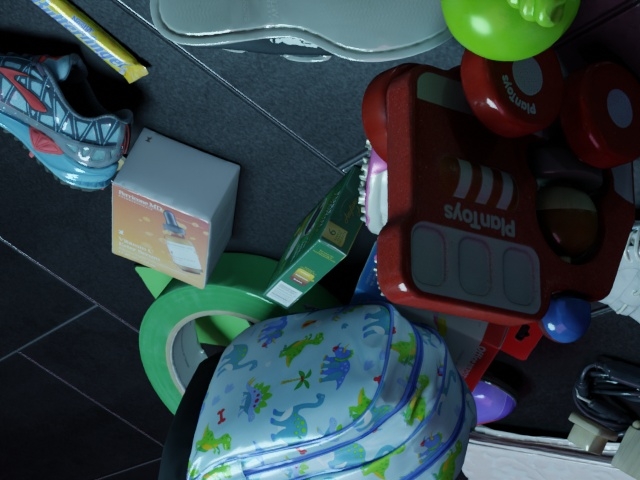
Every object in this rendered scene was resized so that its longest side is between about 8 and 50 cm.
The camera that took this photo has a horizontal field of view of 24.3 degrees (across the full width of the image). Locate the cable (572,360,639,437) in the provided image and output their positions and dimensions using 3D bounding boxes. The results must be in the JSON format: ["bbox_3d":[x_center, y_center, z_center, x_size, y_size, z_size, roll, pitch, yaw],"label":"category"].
[{"bbox_3d":[0.398,0.212,1.823,0.185,0.047,0.150,17,148,12],"label":"cable"}]

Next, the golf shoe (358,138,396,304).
[{"bbox_3d":[0.120,-0.032,1.608,0.140,0.115,0.306,4,152,14],"label":"golf shoe"}]

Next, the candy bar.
[{"bbox_3d":[-0.260,-0.231,1.646,0.161,0.018,0.040,39,147,-24],"label":"candy bar"}]

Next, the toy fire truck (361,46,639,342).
[{"bbox_3d":[0.173,-0.039,1.355,0.302,0.253,0.169,15,160,-37],"label":"toy fire truck"}]

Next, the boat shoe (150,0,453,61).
[{"bbox_3d":[-0.006,-0.225,1.401,0.303,0.114,0.091,8,-173,16],"label":"boat shoe"}]

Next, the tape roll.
[{"bbox_3d":[-0.084,0.165,1.991,0.321,0.077,0.321,15,131,17],"label":"tape roll"}]

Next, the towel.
[{"bbox_3d":[0.370,0.372,2.090,0.317,0.053,0.332,6,144,31],"label":"towel"}]

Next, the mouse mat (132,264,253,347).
[{"bbox_3d":[-0.169,0.097,2.101,0.153,0.007,0.189,6,144,30],"label":"mouse mat"}]

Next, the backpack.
[{"bbox_3d":[0.003,0.213,1.739,0.356,0.290,0.273,0,131,19],"label":"backpack"}]

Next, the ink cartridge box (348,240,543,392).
[{"bbox_3d":[0.149,0.102,1.804,0.231,0.078,0.134,23,150,3],"label":"ink cartridge box"}]

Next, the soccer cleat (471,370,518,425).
[{"bbox_3d":[0.138,0.246,1.999,0.109,0.116,0.318,41,147,-25],"label":"soccer cleat"}]

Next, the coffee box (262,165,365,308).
[{"bbox_3d":[0.000,0.000,1.722,0.040,0.113,0.184,31,148,-8],"label":"coffee box"}]

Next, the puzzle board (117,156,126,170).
[{"bbox_3d":[-0.308,-0.126,1.851,0.128,0.011,0.096,43,147,-27],"label":"puzzle board"}]

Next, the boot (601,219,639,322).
[{"bbox_3d":[0.322,0.017,1.516,0.123,0.095,0.258,19,156,12],"label":"boot"}]

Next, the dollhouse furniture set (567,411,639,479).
[{"bbox_3d":[0.532,0.256,1.764,0.356,0.173,0.303,28,-176,43],"label":"dollhouse furniture set"}]

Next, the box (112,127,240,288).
[{"bbox_3d":[-0.179,-0.037,1.816,0.130,0.091,0.170,22,150,6],"label":"box"}]

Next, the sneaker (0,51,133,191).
[{"bbox_3d":[-0.323,-0.180,1.723,0.262,0.104,0.125,38,114,2],"label":"sneaker"}]

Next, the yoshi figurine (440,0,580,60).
[{"bbox_3d":[0.231,-0.221,1.135,0.362,0.203,0.203,4,150,37],"label":"yoshi figurine"}]
